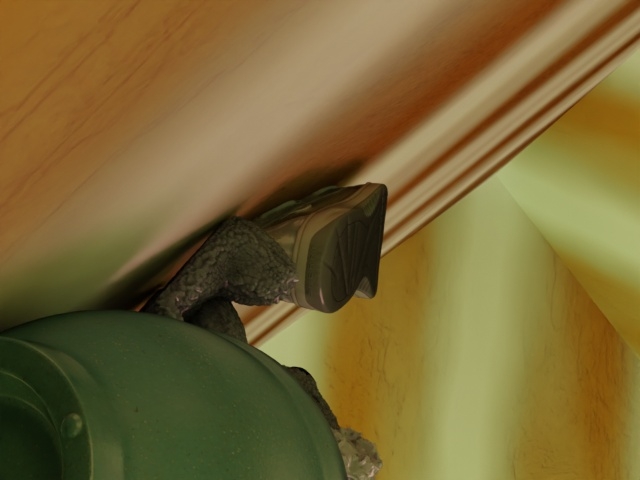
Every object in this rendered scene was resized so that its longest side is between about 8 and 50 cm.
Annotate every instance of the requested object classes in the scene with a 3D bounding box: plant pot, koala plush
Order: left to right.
[{"bbox_3d":[-0.151,0.164,0.666,0.293,0.293,0.196,-38,148,6],"label":"plant pot"},{"bbox_3d":[-0.069,0.141,0.903,0.196,0.221,0.203,-42,-172,45],"label":"koala plush"}]

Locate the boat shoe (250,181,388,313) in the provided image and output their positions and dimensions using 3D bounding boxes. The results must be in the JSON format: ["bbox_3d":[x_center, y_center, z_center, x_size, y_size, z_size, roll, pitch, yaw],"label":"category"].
[{"bbox_3d":[-0.001,0.003,1.097,0.320,0.103,0.118,-30,127,-74],"label":"boat shoe"}]
